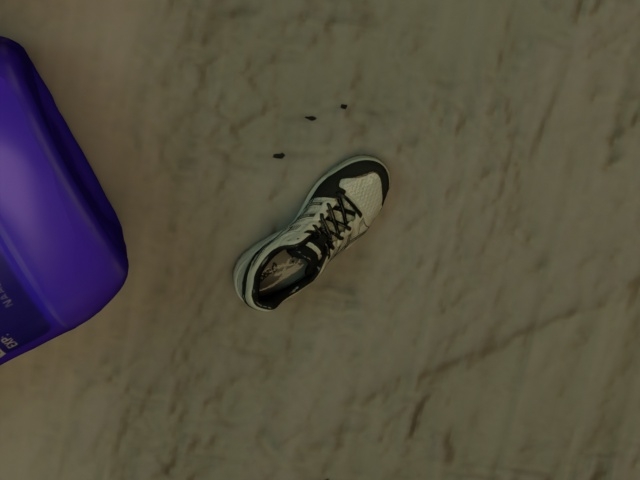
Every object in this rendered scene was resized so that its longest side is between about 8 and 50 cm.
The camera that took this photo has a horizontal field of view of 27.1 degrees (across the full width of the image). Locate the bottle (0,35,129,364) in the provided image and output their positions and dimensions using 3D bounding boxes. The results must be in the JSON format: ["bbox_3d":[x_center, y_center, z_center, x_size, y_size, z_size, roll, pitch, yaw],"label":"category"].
[{"bbox_3d":[-0.217,0.030,0.493,0.283,0.092,0.118,-27,110,-1],"label":"bottle"}]

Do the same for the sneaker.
[{"bbox_3d":[0.000,0.000,0.552,0.083,0.037,0.032,-45,106,3],"label":"sneaker"}]
